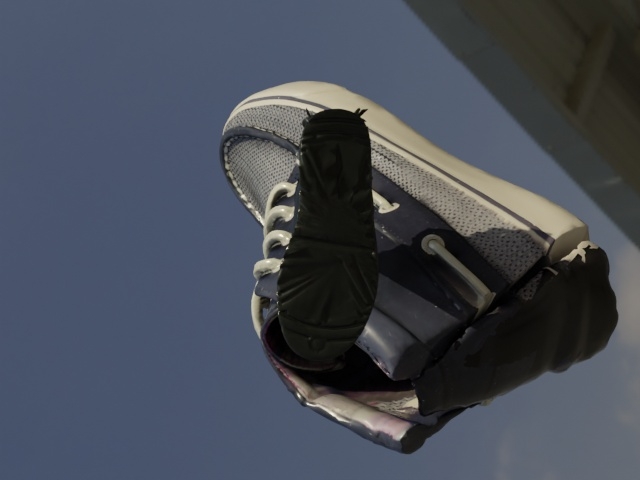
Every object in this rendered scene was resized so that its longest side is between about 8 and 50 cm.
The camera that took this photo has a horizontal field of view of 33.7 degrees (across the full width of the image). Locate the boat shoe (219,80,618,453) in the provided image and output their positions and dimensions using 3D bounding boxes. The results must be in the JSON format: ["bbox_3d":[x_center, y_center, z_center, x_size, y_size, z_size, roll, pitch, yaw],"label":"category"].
[{"bbox_3d":[0.000,0.000,0.653,0.158,0.341,0.127,-26,-56,-30],"label":"boat shoe"}]

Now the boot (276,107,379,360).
[{"bbox_3d":[0.005,-0.008,0.510,0.099,0.045,0.121,-61,-26,-89],"label":"boot"}]
